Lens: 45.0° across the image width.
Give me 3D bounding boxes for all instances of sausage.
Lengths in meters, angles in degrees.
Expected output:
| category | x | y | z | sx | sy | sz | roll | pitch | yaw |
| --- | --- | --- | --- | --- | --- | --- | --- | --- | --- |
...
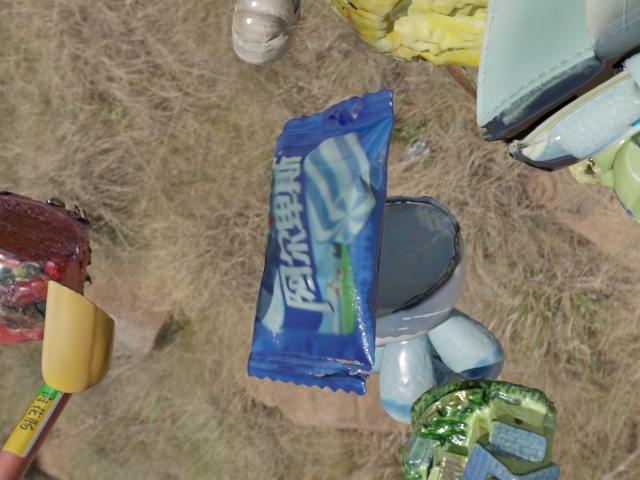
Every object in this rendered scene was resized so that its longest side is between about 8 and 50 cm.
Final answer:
| category | x | y | z | sx | sy | sz | roll | pitch | yaw |
| --- | --- | --- | --- | --- | --- | --- | --- | --- | --- |
| sausage | -0.256 | 0.157 | 0.722 | 0.029 | 0.223 | 0.029 | 14 | 141 | 12 |

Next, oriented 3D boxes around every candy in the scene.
| category | x | y | z | sx | sy | sz | roll | pitch | yaw |
| --- | --- | --- | --- | --- | --- | --- | --- | --- | --- |
| candy | 0.000 | 0.000 | 0.862 | 0.187 | 0.077 | 0.331 | -5 | 75 | 44 |

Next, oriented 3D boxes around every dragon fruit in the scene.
| category | x | y | z | sx | sy | sz | roll | pitch | yaw |
| --- | --- | --- | --- | --- | --- | --- | --- | --- | --- |
| dragon fruit | -0.405 | 0.017 | 1.013 | 0.211 | 0.282 | 0.147 | 15 | 115 | 5 |

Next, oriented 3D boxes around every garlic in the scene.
| category | x | y | z | sx | sy | sz | roll | pitch | yaw |
| --- | --- | --- | --- | --- | --- | --- | --- | --- | --- |
| garlic | -0.124 | -0.524 | 1.816 | 0.152 | 0.228 | 0.227 | 13 | 121 | -3 |

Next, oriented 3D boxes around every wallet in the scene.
| category | x | y | z | sx | sy | sz | roll | pitch | yaw |
| --- | --- | --- | --- | --- | --- | --- | --- | --- | --- |
| wallet | 0.195 | -0.154 | 0.411 | 0.075 | 0.176 | 0.250 | 31 | 143 | -25 |

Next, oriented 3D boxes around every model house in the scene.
| category | x | y | z | sx | sy | sz | roll | pitch | yaw |
| --- | --- | --- | --- | --- | --- | --- | --- | --- | --- |
| model house | 0.201 | 0.308 | 0.987 | 0.195 | 0.189 | 0.214 | 17 | 116 | 2 |

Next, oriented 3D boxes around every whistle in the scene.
| category | x | y | z | sx | sy | sz | roll | pitch | yaw |
| --- | --- | --- | --- | --- | --- | --- | --- | --- | --- |
| whistle | 0.360 | -0.073 | 0.833 | 0.105 | 0.227 | 0.085 | -22 | 144 | 7 |

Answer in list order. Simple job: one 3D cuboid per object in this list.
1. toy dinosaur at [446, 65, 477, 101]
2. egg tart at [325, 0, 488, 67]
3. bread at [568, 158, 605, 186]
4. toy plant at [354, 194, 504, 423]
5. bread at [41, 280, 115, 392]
| category | x | y | z | sx | sy | sz | roll | pitch | yaw |
| --- | --- | --- | --- | --- | --- | --- | --- | --- | --- |
| toy dinosaur | 0.226 | -0.348 | 0.966 | 0.113 | 0.327 | 0.206 | 15 | 156 | 7 |
| egg tart | 0.119 | -0.220 | 0.665 | 0.279 | 0.279 | 0.095 | -1 | 70 | 28 |
| bread | 0.577 | -0.230 | 1.514 | 0.204 | 0.162 | 0.261 | 4 | 90 | -9 |
| toy plant | 0.137 | 0.127 | 1.139 | 0.247 | 0.247 | 0.332 | -2 | 134 | 28 |
| bread | -0.199 | 0.076 | 0.648 | 0.049 | 0.062 | 0.103 | 23 | 112 | 31 |
